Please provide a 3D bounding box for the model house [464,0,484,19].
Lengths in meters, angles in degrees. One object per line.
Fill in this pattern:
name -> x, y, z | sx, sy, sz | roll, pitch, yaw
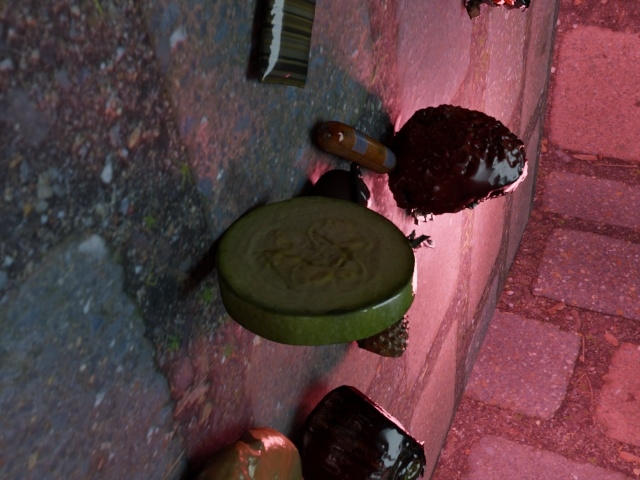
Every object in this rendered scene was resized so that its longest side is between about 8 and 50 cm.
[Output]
model house -> 0.367, -0.582, 1.715 | 0.083, 0.057, 0.058 | 52, 25, -40

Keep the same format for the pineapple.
pineapple -> 0.155, 0.104, 1.515 | 0.130, 0.119, 0.277 | 16, 85, -49

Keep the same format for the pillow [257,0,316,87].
pillow -> -0.039, -0.298, 0.906 | 0.113, 0.038, 0.203 | -15, 116, -62

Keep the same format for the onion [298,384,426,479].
onion -> 0.053, 0.394, 1.328 | 0.206, 0.216, 0.207 | -53, 142, -12

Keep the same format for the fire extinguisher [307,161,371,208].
fire extinguisher -> 0.000, 0.000, 1.095 | 0.341, 0.105, 0.141 | -57, 166, -38

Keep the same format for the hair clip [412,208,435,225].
hair clip -> 0.254, -0.071, 1.741 | 0.214, 0.056, 0.062 | -18, 104, -74

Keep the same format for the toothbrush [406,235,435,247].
toothbrush -> 0.256, 0.000, 1.821 | 0.276, 0.019, 0.025 | 11, 87, -68

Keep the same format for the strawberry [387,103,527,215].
strawberry -> 0.254, -0.163, 1.422 | 0.274, 0.274, 0.220 | -24, 93, -63

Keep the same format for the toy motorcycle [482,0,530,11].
toy motorcycle -> 0.404, -0.642, 1.544 | 0.148, 0.221, 0.325 | 27, 70, -30

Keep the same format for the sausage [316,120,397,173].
sausage -> 0.069, -0.156, 1.230 | 0.348, 0.053, 0.053 | 5, 98, -68

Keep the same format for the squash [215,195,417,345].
squash -> -0.004, 0.026, 0.899 | 0.252, 0.252, 0.049 | -53, 150, -45

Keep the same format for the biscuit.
biscuit -> -0.131, 0.495, 1.059 | 0.429, 0.104, 0.446 | -7, 110, -66
